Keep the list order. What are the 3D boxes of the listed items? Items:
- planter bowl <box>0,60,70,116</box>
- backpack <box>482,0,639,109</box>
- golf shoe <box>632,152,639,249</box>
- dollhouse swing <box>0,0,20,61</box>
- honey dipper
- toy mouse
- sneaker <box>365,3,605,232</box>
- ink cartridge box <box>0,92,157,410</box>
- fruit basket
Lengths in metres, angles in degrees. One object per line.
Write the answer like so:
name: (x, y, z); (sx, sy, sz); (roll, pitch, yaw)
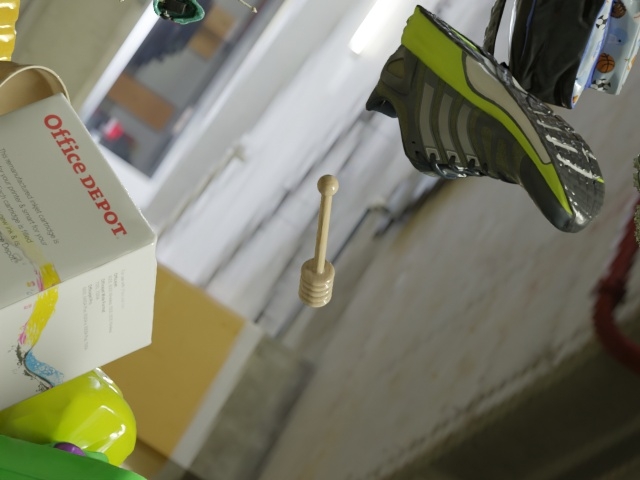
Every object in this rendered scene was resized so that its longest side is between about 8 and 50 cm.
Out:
planter bowl: (-0.337, -0.106, 1.629); (0.162, 0.109, 0.162); (-45, 144, -45)
backpack: (0.345, -0.338, 2.248); (0.263, 0.213, 0.276); (-84, -172, -48)
golf shoe: (0.478, -0.040, 2.287); (0.069, 0.086, 0.176); (27, 62, -68)
dollhouse swing: (-0.367, -0.120, 1.619); (0.315, 0.305, 0.347); (-12, 124, -42)
honey dipper: (0.000, 0.000, 1.410); (0.161, 0.030, 0.030); (96, 19, -53)
toy mouse: (-0.174, -0.316, 1.971); (0.143, 0.161, 0.031); (-25, -157, 3)
sneaker: (0.151, -0.093, 1.545); (0.121, 0.111, 0.300); (-53, -133, 17)
ink cartridge box: (-0.272, 0.026, 1.349); (0.232, 0.171, 0.168); (-24, 153, -21)
fruit basket: (-0.272, 0.275, 1.854); (0.392, 0.283, 0.392); (13, 90, -74)
